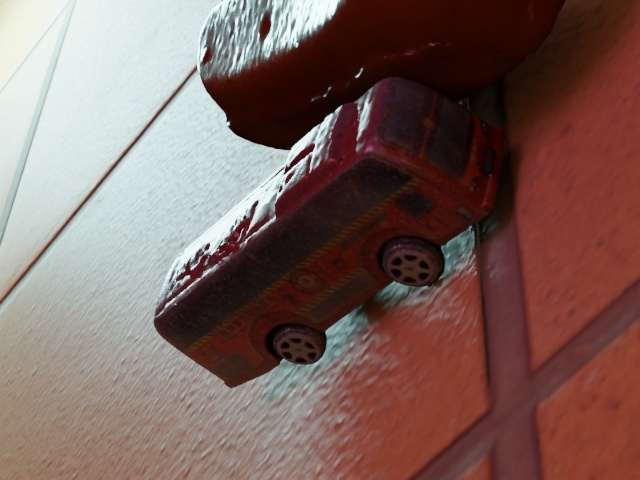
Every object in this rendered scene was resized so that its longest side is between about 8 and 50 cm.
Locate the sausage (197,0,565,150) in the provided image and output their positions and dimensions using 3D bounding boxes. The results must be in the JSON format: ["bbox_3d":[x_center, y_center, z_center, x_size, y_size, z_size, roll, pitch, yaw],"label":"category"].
[{"bbox_3d":[0.023,-0.101,0.852,0.102,0.102,0.330,-63,17,-14],"label":"sausage"}]

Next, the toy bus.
[{"bbox_3d":[0.000,0.000,0.787,0.192,0.077,0.065,-39,27,41],"label":"toy bus"}]
